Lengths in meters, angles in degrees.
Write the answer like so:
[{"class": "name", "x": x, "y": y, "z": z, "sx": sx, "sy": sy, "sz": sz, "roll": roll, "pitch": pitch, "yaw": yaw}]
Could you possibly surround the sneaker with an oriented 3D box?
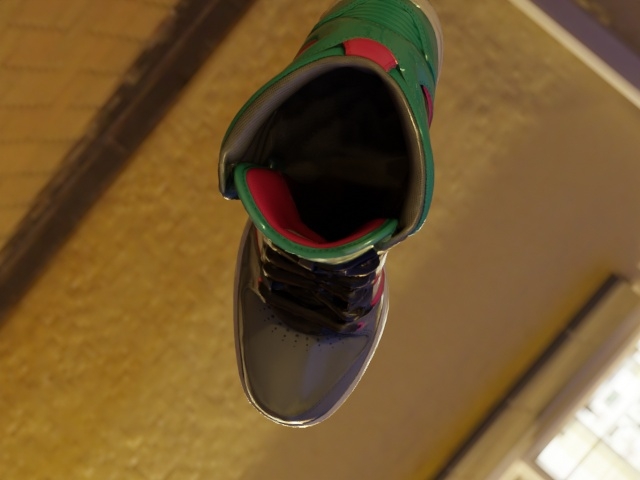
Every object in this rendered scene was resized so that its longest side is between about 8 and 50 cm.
[{"class": "sneaker", "x": 0.000, "y": 0.000, "z": 0.972, "sx": 0.178, "sy": 0.123, "sz": 0.296, "roll": -54, "pitch": 158, "yaw": -71}]
